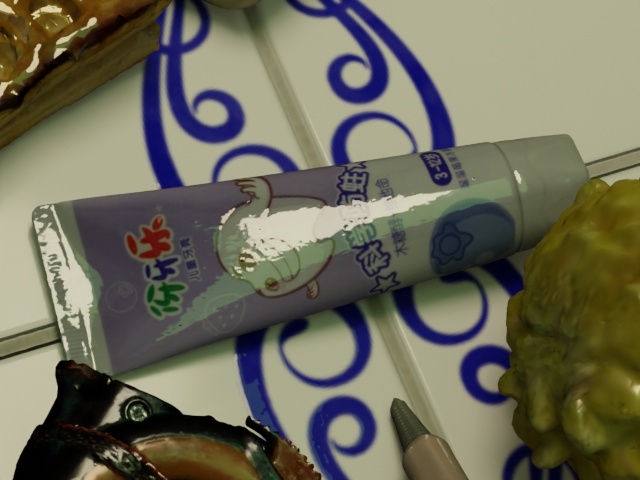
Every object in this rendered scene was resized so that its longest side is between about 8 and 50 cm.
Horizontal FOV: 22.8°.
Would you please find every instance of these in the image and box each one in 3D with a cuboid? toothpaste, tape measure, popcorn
[{"bbox_3d":[0.000,0.000,1.077,0.371,0.080,0.125,-12,74,-12],"label":"toothpaste"},{"bbox_3d":[-0.095,0.197,0.918,0.223,0.135,0.202,29,63,-3],"label":"tape measure"},{"bbox_3d":[0.237,0.075,1.006,0.225,0.249,0.249,45,56,-35],"label":"popcorn"}]

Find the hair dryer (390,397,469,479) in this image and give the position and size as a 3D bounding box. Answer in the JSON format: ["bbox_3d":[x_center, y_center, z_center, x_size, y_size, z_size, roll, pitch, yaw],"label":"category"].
[{"bbox_3d":[0.115,0.183,0.995,0.195,0.054,0.220,-6,41,-7],"label":"hair dryer"}]

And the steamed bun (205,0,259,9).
[{"bbox_3d":[-0.056,-0.300,1.133,0.200,0.170,0.225,36,61,8],"label":"steamed bun"}]

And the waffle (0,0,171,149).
[{"bbox_3d":[-0.268,-0.208,1.056,0.213,0.091,0.308,-38,87,-20],"label":"waffle"}]
